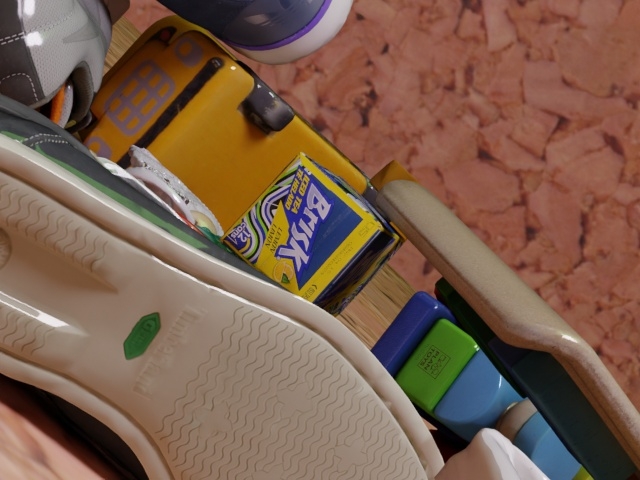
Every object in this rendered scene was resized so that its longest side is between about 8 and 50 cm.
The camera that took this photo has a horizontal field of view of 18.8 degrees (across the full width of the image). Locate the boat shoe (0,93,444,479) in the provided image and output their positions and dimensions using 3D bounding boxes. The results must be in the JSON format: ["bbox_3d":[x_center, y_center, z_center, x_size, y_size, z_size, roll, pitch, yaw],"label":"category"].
[{"bbox_3d":[-0.048,0.031,0.612,0.233,0.084,0.079,39,6,-25],"label":"boat shoe"}]

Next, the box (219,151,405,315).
[{"bbox_3d":[0.000,0.000,0.960,0.054,0.059,0.169,43,3,7],"label":"box"}]

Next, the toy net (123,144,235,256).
[{"bbox_3d":[-0.067,0.012,0.966,0.122,0.045,0.232,38,5,-41],"label":"toy net"}]

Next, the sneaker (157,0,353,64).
[{"bbox_3d":[-0.124,-0.245,1.079,0.323,0.130,0.236,49,6,33],"label":"sneaker"}]

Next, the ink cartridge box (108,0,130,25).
[{"bbox_3d":[-0.226,-0.191,1.094,0.160,0.092,0.219,47,5,25],"label":"ink cartridge box"}]

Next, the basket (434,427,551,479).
[{"bbox_3d":[0.048,0.127,0.418,0.113,0.103,0.167,43,3,-5],"label":"basket"}]

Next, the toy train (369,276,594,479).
[{"bbox_3d":[0.139,0.131,1.220,0.143,0.105,0.248,37,-2,41],"label":"toy train"}]

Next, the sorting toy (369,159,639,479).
[{"bbox_3d":[0.108,0.068,0.924,0.229,0.041,0.307,48,1,-23],"label":"sorting toy"}]

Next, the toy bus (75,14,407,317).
[{"bbox_3d":[-0.049,-0.044,1.248,0.130,0.108,0.332,46,4,29],"label":"toy bus"}]

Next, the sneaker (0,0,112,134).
[{"bbox_3d":[-0.153,-0.094,0.964,0.271,0.100,0.108,101,-27,-88],"label":"sneaker"}]
